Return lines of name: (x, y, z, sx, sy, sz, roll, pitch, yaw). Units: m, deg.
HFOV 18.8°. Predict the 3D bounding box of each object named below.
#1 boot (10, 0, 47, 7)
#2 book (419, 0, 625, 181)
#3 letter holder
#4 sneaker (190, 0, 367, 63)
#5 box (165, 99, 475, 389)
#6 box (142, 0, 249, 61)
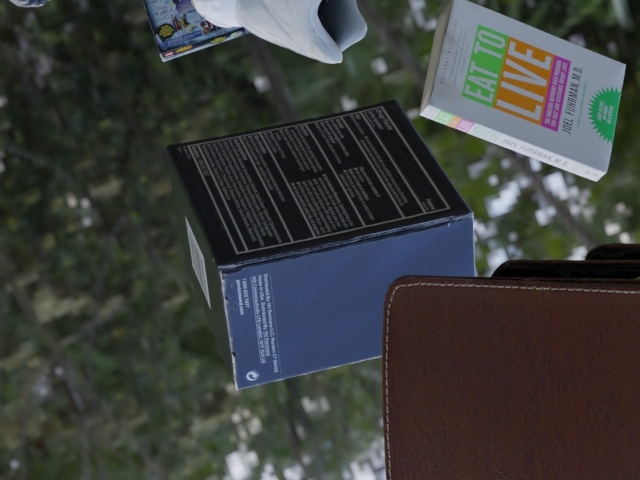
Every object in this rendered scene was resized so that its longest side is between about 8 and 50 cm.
boot: (-0.330, -0.338, 1.540, 0.260, 0.348, 0.131, 28, -103, 16)
book: (0.150, -0.110, 1.433, 0.035, 0.144, 0.096, 130, -23, -60)
letter holder: (0.170, 0.161, 1.314, 0.214, 0.302, 0.152, 0, -171, 35)
sneaker: (0.013, -0.227, 1.166, 0.121, 0.262, 0.099, 30, -142, 17)
box: (0.000, 0.000, 2.253, 0.294, 0.183, 0.296, -13, -147, -10)
box: (-0.112, -0.249, 1.973, 0.137, 0.094, 0.027, -19, 166, -1)
